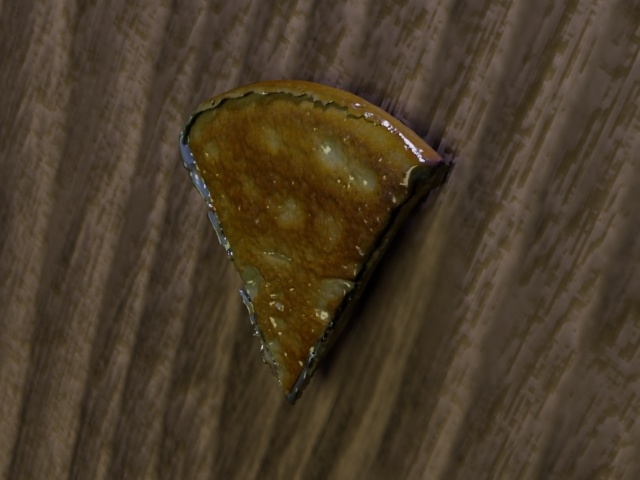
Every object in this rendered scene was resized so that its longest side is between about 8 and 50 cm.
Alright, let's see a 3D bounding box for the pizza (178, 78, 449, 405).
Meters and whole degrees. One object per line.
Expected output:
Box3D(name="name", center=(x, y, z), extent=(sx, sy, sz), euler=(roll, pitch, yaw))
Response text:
Box3D(name="pizza", center=(0.000, 0.000, 0.942), extent=(0.185, 0.036, 0.176), euler=(-3, 97, 45))
